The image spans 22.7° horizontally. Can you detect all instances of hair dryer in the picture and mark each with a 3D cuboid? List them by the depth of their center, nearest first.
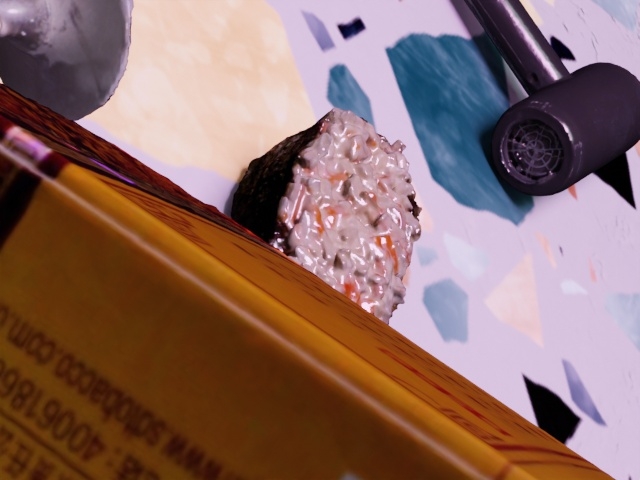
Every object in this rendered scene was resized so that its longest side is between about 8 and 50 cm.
[{"bbox_3d":[0.117,-0.150,1.093,0.255,0.070,0.128,54,37,2],"label":"hair dryer"}]

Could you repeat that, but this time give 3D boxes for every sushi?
[{"bbox_3d":[0.000,0.000,0.832,0.090,0.078,0.150,42,42,-24],"label":"sushi"}]

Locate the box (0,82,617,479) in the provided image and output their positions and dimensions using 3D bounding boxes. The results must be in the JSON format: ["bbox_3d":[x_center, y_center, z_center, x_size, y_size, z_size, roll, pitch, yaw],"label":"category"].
[{"bbox_3d":[0.001,0.084,0.511,0.415,0.116,0.264,33,2,18],"label":"box"}]

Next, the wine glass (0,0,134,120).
[{"bbox_3d":[-0.192,-0.085,0.640,0.231,0.103,0.103,-14,78,-50],"label":"wine glass"}]
